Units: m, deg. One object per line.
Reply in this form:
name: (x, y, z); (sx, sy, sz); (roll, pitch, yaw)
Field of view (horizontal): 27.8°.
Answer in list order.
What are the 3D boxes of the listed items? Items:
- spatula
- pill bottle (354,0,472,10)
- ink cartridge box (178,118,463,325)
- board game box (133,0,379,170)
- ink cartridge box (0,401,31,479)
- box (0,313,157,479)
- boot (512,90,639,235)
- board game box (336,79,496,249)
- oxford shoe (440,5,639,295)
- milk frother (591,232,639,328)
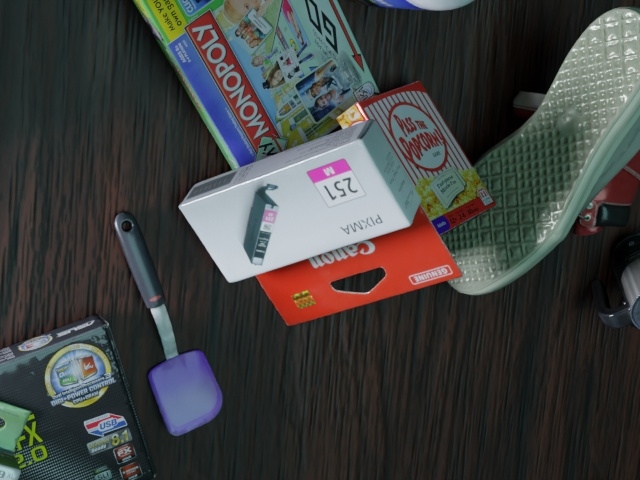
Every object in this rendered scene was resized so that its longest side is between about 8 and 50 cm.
spatula: (-0.200, 0.101, 1.629); (0.084, 0.030, 0.296); (-23, 108, -18)
pill bottle: (0.120, -0.350, 1.536); (0.152, 0.272, 0.152); (-5, 102, -22)
ink cartridge box: (0.000, 0.000, 1.582); (0.239, 0.275, 0.060); (58, 33, -22)
board game box: (-0.075, -0.242, 1.557); (0.213, 0.046, 0.317); (-39, 129, -12)
ink cartridge box: (-0.418, 0.285, 1.493); (0.109, 0.062, 0.209); (23, 92, -24)
box: (-0.359, 0.237, 1.574); (0.270, 0.060, 0.216); (-20, 109, -18)
boot: (0.351, -0.102, 1.792); (0.244, 0.088, 0.176); (17, 96, -27)
board game box: (0.123, -0.099, 1.638); (0.147, 0.045, 0.193); (-27, 84, -49)
oxford shoe: (0.314, -0.100, 1.679); (0.130, 0.169, 0.449); (4, 129, -50)
milk frother: (0.475, 0.089, 1.853); (0.143, 0.134, 0.129); (36, 117, -22)
